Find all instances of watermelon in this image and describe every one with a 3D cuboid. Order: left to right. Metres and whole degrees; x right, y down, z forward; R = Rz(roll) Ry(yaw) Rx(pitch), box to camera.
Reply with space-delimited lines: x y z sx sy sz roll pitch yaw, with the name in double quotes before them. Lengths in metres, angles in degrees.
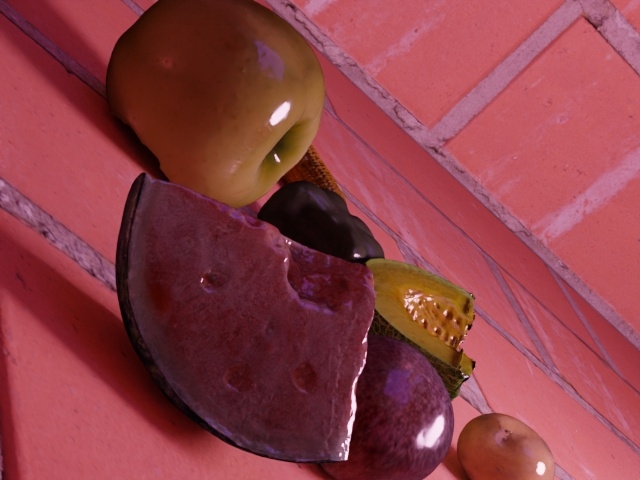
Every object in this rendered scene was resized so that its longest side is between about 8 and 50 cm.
"watermelon" -0.072 0.059 1.488 0.318 0.226 0.148 56 -17 -12

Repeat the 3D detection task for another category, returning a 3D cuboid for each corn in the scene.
"corn" -0.024 -0.101 2.440 0.068 0.068 0.207 30 25 -54

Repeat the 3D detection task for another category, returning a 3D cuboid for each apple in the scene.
"apple" -0.127 -0.179 1.981 0.279 0.279 0.279 45 13 -13

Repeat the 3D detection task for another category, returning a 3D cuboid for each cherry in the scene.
"cherry" 0.057 0.178 1.687 0.176 0.140 0.176 45 27 -30

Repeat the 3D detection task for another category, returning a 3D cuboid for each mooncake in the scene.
"mooncake" 0.000 0.000 2.137 0.175 0.104 0.168 42 19 -8

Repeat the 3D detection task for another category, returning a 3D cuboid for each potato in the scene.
"potato" 0.238 0.283 2.058 0.147 0.112 0.112 35 16 -16

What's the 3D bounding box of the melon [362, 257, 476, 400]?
"melon" 0.096 0.126 2.048 0.169 0.129 0.265 30 22 -4
